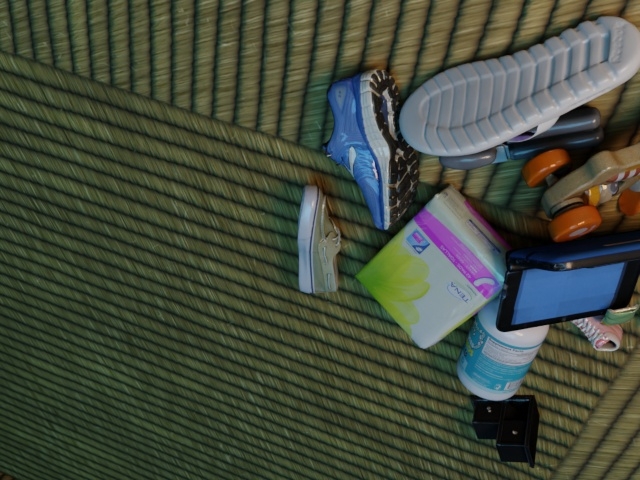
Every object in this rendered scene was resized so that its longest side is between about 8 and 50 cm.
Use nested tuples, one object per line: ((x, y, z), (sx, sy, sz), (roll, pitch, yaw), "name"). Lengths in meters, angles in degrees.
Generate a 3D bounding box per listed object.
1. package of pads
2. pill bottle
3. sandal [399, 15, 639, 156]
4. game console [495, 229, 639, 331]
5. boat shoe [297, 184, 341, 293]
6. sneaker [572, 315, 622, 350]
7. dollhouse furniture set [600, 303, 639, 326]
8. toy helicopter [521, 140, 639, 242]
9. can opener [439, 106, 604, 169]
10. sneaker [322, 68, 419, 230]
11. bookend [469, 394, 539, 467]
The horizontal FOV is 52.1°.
((0.243, 0.065, 1.352), (0.229, 0.101, 0.296), (48, 131, 8), "package of pads")
((0.391, 0.206, 1.391), (0.146, 0.146, 0.264), (19, 128, 10), "pill bottle")
((0.335, -0.236, 1.121), (0.416, 0.169, 0.102), (-14, 156, 31), "sandal")
((0.490, 0.083, 1.166), (0.293, 0.250, 0.173), (-9, 95, -11), "game console")
((0.000, 0.000, 1.456), (0.094, 0.109, 0.302), (3, 135, 3), "boat shoe")
((0.559, 0.179, 1.349), (0.134, 0.070, 0.051), (29, 132, 3), "sneaker")
((0.633, 0.157, 1.276), (0.151, 0.058, 0.076), (-12, 156, 6), "dollhouse furniture set")
((0.527, -0.129, 1.067), (0.355, 0.235, 0.140), (-39, 61, 42), "toy helicopter")
((0.357, -0.169, 1.176), (0.280, 0.093, 0.074), (-10, 130, 23), "can opener")
((0.094, -0.171, 1.284), (0.147, 0.130, 0.330), (7, 124, 37), "sneaker")
((0.424, 0.445, 1.542), (0.157, 0.156, 0.072), (-7, 121, 28), "bookend")
